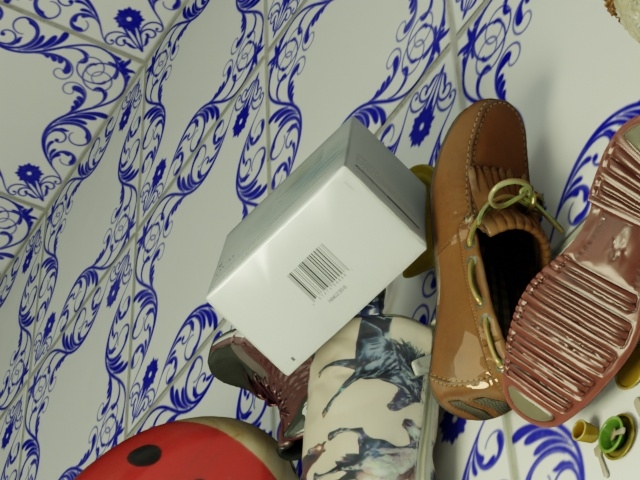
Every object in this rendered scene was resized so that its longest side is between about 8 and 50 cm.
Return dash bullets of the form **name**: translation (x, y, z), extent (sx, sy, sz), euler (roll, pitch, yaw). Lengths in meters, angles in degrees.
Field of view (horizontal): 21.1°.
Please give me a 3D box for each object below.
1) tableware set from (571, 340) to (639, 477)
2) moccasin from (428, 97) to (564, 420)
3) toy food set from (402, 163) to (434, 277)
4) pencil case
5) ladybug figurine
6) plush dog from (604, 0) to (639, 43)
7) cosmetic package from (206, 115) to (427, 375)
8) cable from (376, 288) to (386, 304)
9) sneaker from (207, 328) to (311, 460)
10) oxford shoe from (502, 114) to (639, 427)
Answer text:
- **tableware set**: translation (0.297, 0.147, 1.670), extent (0.154, 0.024, 0.104), euler (-57, 25, 27)
- **moccasin**: translation (0.196, 0.006, 1.877), extent (0.147, 0.139, 0.380), euler (-26, 43, 42)
- **toy food set**: translation (0.149, -0.030, 2.109), extent (0.218, 0.071, 0.128), euler (-28, 70, 60)
- **pencil case**: translation (0.063, 0.271, 1.902), extent (0.183, 0.160, 0.410), euler (-31, 42, 40)
- **ladybug figurine**: translation (-0.185, 0.373, 2.087), extent (0.449, 0.305, 0.162), euler (-46, -12, -38)
- **plush dog**: translation (0.362, -0.293, 1.694), extent (0.262, 0.210, 0.225), euler (-141, 55, -58)
- **cosmetic package**: translation (0.000, 0.000, 1.982), extent (0.224, 0.138, 0.225), euler (-43, 10, 15)
- **cable**: translation (0.036, 0.147, 2.244), extent (0.139, 0.072, 0.287), euler (-7, 75, 46)
- **sneaker**: translation (-0.051, 0.199, 2.153), extent (0.281, 0.106, 0.163), euler (-4, 52, 38)
- **oxford shoe**: translation (0.296, 0.033, 1.690), extent (0.123, 0.130, 0.348), euler (36, 114, 21)
